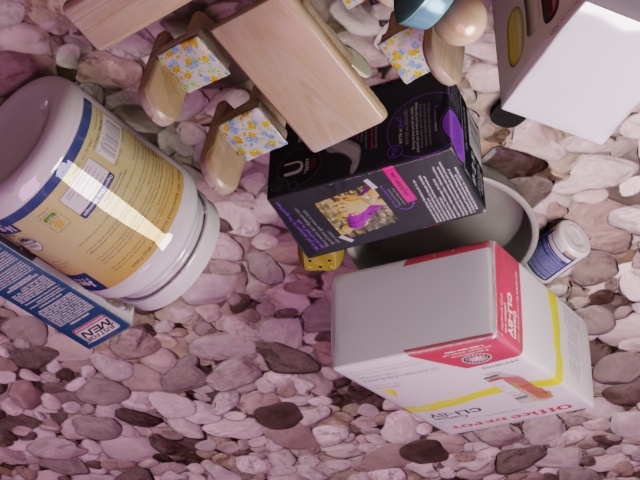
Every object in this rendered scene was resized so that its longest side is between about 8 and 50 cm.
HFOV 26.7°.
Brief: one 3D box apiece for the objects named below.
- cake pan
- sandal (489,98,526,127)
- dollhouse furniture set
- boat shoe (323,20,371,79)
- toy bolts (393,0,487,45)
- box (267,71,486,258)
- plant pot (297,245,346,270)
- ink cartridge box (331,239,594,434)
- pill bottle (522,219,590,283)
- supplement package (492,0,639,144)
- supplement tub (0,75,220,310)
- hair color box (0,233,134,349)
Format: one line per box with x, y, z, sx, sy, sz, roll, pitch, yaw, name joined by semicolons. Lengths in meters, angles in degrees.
0.183;-0.022;2.055;0.293;0.054;0.293;1;140;1;cake pan
0.296;-0.204;1.843;0.067;0.040;0.179;19;137;-19;sandal
-0.081;-0.240;1.603;0.362;0.256;0.394;-23;125;29;dollhouse furniture set
0.011;-0.250;1.798;0.043;0.049;0.137;-26;138;32;boat shoe
0.153;-0.329;1.469;0.158;0.228;0.218;35;155;-16;toy bolts
0.077;-0.106;1.873;0.270;0.165;0.143;-14;137;19;box
0.000;0.000;2.066;0.081;0.083;0.081;-1;139;4;plant pot
0.231;0.164;2.115;0.279;0.160;0.384;-15;151;28;ink cartridge box
0.355;0.025;2.095;0.067;0.067;0.120;26;134;-26;pill bottle
0.322;-0.268;1.642;0.149;0.203;0.194;17;137;-18;supplement package
-0.317;-0.058;1.896;0.228;0.228;0.316;-28;132;30;supplement tub
-0.430;0.000;2.013;0.105;0.174;0.347;-29;132;29;hair color box
